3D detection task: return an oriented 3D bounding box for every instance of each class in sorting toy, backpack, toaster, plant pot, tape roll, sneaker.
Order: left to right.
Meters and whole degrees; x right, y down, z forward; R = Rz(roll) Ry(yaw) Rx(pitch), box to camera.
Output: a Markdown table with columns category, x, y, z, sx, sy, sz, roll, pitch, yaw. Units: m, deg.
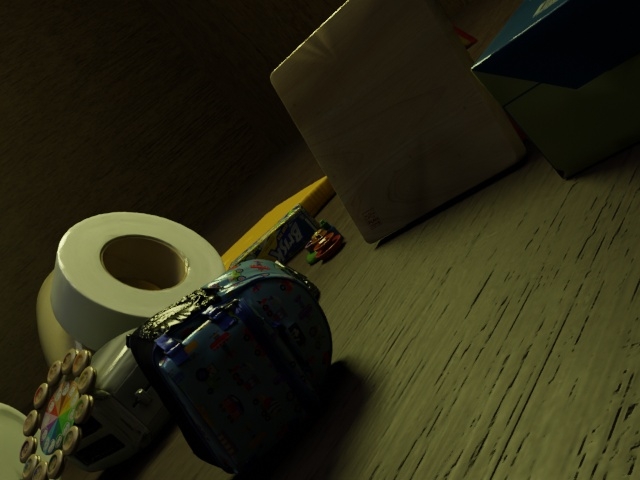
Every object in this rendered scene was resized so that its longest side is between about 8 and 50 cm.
| category | x | y | z | sx | sy | sz | roll | pitch | yaw |
| --- | --- | --- | --- | --- | --- | --- | --- | --- | --- |
| plant pot | -0.389 | 0.186 | 1.438 | 0.256 | 0.256 | 0.274 | -41 | 25 | 6 |
| toaster | -0.285 | 0.225 | 1.117 | 0.227 | 0.129 | 0.146 | -31 | 17 | 39 |
| tape roll | -0.307 | 0.073 | 1.367 | 0.286 | 0.286 | 0.100 | -59 | -8 | -58 |
| backpack | -0.060 | 0.104 | 0.727 | 0.173 | 0.158 | 0.117 | -34 | 14 | -25 |
| sneaker | -0.048 | 0.077 | 1.081 | 0.073 | 0.063 | 0.162 | -60 | 6 | 1 |
| sorting toy | 0.000 | 0.000 | 1.213 | 0.061 | 0.042 | 0.102 | -46 | 10 | -18 |
| sorting toy | 0.098 | -0.163 | 0.970 | 0.089 | 0.255 | 0.257 | -30 | -1 | -43 |

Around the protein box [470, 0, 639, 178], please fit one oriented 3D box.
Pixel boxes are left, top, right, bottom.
| category | x | y | z | sx | sy | sz | roll | pitch | yaw |
| --- | --- | --- | --- | --- | --- | --- | --- | --- | --- |
| protein box | 0.277 | -0.195 | 0.705 | 0.200 | 0.136 | 0.201 | -31 | 15 | 48 |

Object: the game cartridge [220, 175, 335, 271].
| category | x | y | z | sx | sy | sz | roll | pitch | yaw |
| --- | --- | --- | --- | --- | --- | --- | --- | --- | --- |
| game cartridge | -0.131 | 0.016 | 1.651 | 0.323 | 0.052 | 0.285 | -45 | 10 | -29 |

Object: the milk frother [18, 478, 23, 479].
| category | x | y | z | sx | sy | sz | roll | pitch | yaw |
| --- | --- | --- | --- | --- | --- | --- | --- | --- | --- |
| milk frother | -0.389 | 0.383 | 1.000 | 0.135 | 0.129 | 0.143 | 175 | 98 | -74 |

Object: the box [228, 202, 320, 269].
| category | x | y | z | sx | sy | sz | roll | pitch | yaw |
| --- | --- | --- | --- | --- | --- | --- | --- | --- | --- |
| box | -0.081 | 0.012 | 1.420 | 0.169 | 0.059 | 0.054 | -41 | 11 | 8 |

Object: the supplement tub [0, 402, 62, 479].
| category | x | y | z | sx | sy | sz | roll | pitch | yaw |
| --- | --- | --- | --- | --- | --- | --- | --- | --- | --- |
| supplement tub | -0.573 | 0.413 | 1.197 | 0.338 | 0.207 | 0.207 | -41 | 10 | 11 |

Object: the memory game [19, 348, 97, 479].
| category | x | y | z | sx | sy | sz | roll | pitch | yaw |
| --- | --- | --- | --- | --- | --- | --- | --- | --- | --- |
| memory game | -0.342 | 0.227 | 1.038 | 0.186 | 0.012 | 0.186 | -31 | 46 | 38 |
